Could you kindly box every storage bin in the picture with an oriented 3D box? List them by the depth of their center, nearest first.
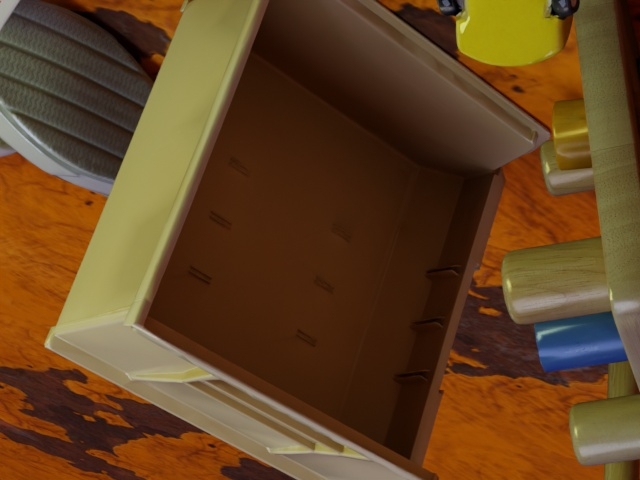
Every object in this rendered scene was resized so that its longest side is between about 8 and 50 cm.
[{"bbox_3d":[0.000,0.000,1.019,0.260,0.262,0.123,32,153,-29],"label":"storage bin"}]

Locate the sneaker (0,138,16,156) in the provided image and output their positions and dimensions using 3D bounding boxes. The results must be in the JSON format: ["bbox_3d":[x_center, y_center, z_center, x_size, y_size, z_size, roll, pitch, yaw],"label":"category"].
[{"bbox_3d":[-0.379,-0.136,1.151,0.236,0.130,0.323,-6,152,35],"label":"sneaker"}]

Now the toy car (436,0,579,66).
[{"bbox_3d":[0.065,-0.222,0.695,0.225,0.053,0.239,35,117,12],"label":"toy car"}]

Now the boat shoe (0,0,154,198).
[{"bbox_3d":[-0.154,-0.071,1.169,0.094,0.109,0.302,-6,150,46],"label":"boat shoe"}]

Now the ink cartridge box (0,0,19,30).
[{"bbox_3d":[-0.226,-0.193,1.008,0.180,0.060,0.104,26,155,-17],"label":"ink cartridge box"}]

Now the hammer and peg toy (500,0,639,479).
[{"bbox_3d":[0.192,0.012,0.918,0.127,0.265,0.361,-10,147,15],"label":"hammer and peg toy"}]
